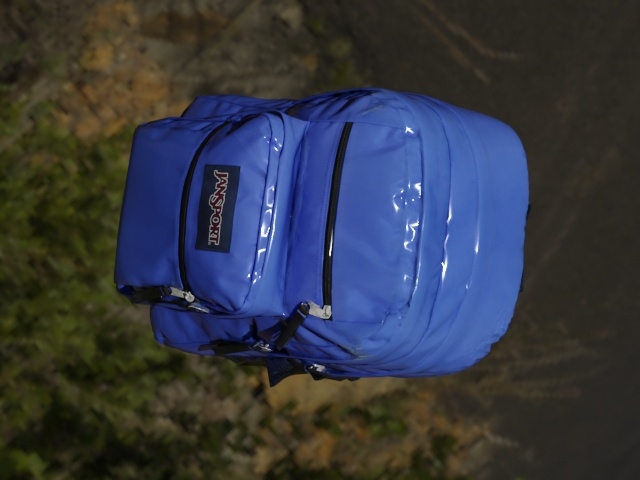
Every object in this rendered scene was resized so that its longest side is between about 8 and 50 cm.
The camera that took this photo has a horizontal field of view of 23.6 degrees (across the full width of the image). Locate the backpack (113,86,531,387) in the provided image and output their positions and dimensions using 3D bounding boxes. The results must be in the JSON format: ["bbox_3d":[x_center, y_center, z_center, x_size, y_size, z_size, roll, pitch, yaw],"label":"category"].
[{"bbox_3d":[0.000,0.000,0.490,0.101,0.120,0.098,4,90,-47],"label":"backpack"}]
